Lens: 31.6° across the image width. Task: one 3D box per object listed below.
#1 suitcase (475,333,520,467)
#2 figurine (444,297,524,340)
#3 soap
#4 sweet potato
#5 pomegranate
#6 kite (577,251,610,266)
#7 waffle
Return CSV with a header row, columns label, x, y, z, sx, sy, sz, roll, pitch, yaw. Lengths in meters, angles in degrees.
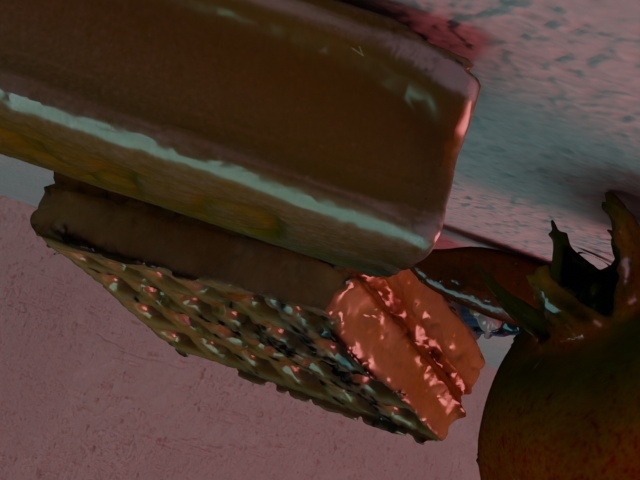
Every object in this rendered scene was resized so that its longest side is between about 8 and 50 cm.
label,x,y,z,sx,sy,sz,roll,pitch,yaw
suitcase,0.316,0.200,1.144,0.128,0.202,0.312,24,172,-40
figurine,0.154,0.071,1.142,0.086,0.087,0.149,42,149,-28
soap,-0.084,-0.067,0.462,0.274,0.089,0.173,18,174,-3
sweet potato,0.186,0.050,0.879,0.265,0.057,0.057,18,175,-9
pomegranate,0.182,0.091,0.567,0.256,0.221,0.221,55,164,-14
kite,0.271,0.069,0.770,0.229,0.016,0.127,25,-160,-23
waffle,-0.058,0.048,1.019,0.376,0.114,0.261,14,153,38
